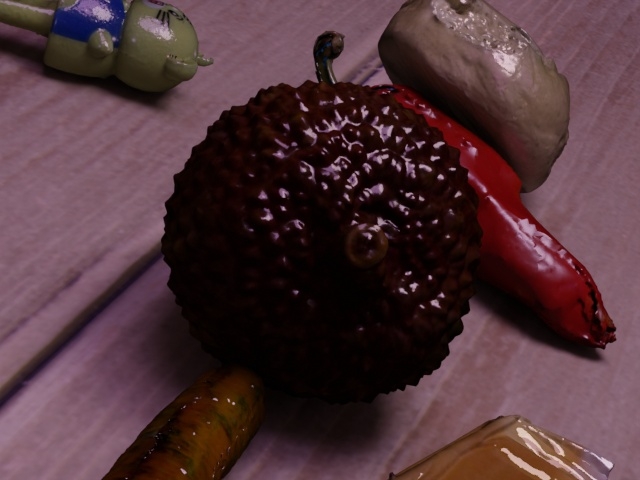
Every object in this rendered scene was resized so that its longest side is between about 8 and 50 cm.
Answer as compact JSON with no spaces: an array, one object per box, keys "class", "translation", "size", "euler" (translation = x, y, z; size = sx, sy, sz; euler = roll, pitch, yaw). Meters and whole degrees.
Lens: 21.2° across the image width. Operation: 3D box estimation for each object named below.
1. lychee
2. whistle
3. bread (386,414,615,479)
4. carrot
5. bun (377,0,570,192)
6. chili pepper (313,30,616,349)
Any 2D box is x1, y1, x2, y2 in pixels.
[{"class":"lychee","translation":[0.000,0.000,1.225],"size":[0.236,0.235,0.271],"euler":[17,4,-8]},{"class":"whistle","translation":[-0.206,-0.193,1.548],"size":[0.227,0.085,0.105],"euler":[16,20,-9]},{"class":"bread","translation":[0.079,0.201,1.015],"size":[0.107,0.136,0.241],"euler":[36,31,25]},{"class":"carrot","translation":[-0.094,0.153,1.057],"size":[0.070,0.070,0.260],"euler":[25,27,7]},{"class":"bun","translation":[0.153,-0.145,1.569],"size":[0.210,0.116,0.237],"euler":[46,-10,-4]},{"class":"chili pepper","translation":[0.114,-0.041,1.488],"size":[0.387,0.110,0.110],"euler":[43,35,26]}]
